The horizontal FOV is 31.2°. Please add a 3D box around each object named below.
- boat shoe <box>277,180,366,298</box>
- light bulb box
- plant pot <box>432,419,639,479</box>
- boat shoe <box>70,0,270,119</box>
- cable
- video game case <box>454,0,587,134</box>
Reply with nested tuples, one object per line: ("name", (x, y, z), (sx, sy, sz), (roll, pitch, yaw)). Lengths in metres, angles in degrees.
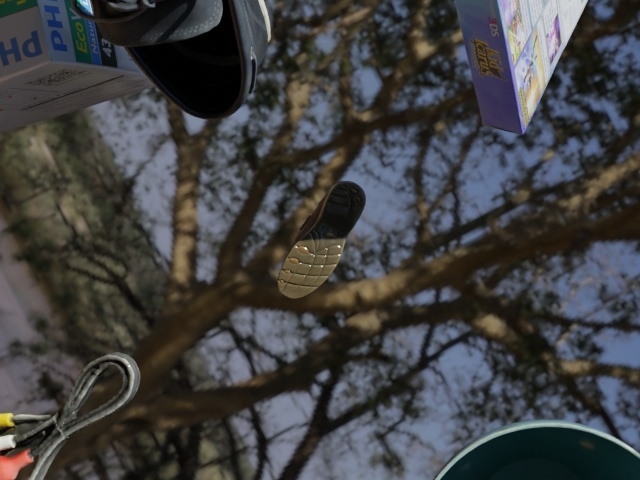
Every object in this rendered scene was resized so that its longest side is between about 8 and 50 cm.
("boat shoe", (0.000, -0.001, 1.553), (0.064, 0.178, 0.060), (32, -1, -11))
("light bulb box", (-0.430, -0.279, 1.499), (0.361, 0.357, 0.225), (-13, 89, -72))
("plant pot", (0.244, 0.327, 1.257), (0.290, 0.290, 0.195), (63, 7, 1))
("boat shoe", (-0.171, -0.292, 1.228), (0.500, 0.186, 0.156), (61, 31, -63))
("cable", (-0.343, 0.240, 1.406), (0.072, 0.287, 0.140), (4, 63, -68))
("video game case", (0.244, -0.301, 1.355), (0.061, 0.244, 0.269), (17, -24, 25))
